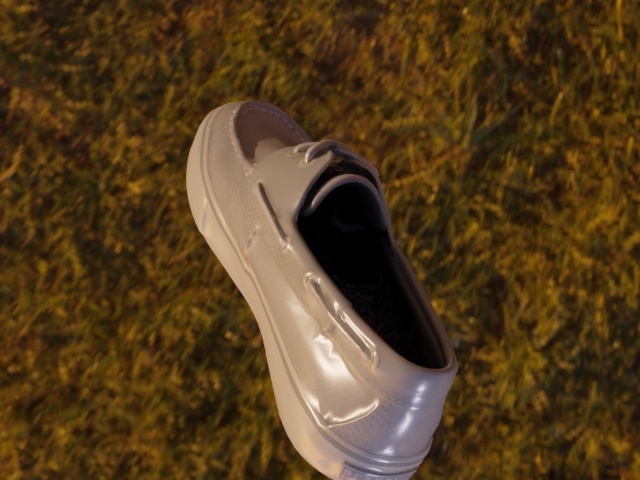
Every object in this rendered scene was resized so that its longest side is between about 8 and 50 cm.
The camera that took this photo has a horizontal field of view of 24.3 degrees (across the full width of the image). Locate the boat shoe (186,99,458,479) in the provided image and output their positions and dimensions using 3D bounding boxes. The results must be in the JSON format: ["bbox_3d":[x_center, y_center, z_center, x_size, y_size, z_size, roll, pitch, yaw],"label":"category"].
[{"bbox_3d":[0.000,0.000,0.523,0.066,0.184,0.063,13,126,-25],"label":"boat shoe"}]
